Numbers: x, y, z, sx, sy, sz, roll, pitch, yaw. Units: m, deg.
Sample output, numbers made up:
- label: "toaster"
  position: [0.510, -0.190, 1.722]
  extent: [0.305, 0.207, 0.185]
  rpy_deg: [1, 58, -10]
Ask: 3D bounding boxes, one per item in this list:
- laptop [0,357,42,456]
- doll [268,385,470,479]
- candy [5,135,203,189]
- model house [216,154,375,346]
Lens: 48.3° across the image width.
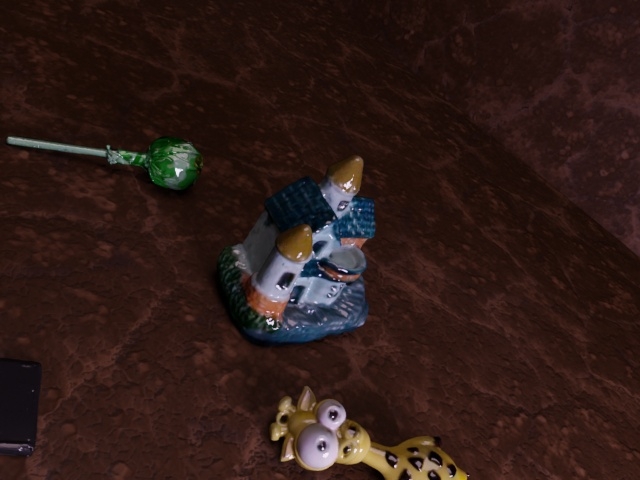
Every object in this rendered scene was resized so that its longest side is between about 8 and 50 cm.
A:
- label: "laptop"
  position: [-0.418, 0.175, 0.802]
  extent: [0.197, 0.016, 0.135]
  rpy_deg: [13, 37, -26]
- label: "doll"
  position: [0.070, 0.292, 0.979]
  extent: [0.291, 0.086, 0.117]
  rpy_deg: [26, 64, -7]
- label: "candy"
  position: [-0.362, -0.146, 1.218]
  extent: [0.323, 0.097, 0.097]
  rpy_deg: [6, 41, -20]
- label: "model house"
  position: [0.000, 0.000, 1.120]
  extent: [0.253, 0.291, 0.184]
  rpy_deg: [2, 39, -37]
